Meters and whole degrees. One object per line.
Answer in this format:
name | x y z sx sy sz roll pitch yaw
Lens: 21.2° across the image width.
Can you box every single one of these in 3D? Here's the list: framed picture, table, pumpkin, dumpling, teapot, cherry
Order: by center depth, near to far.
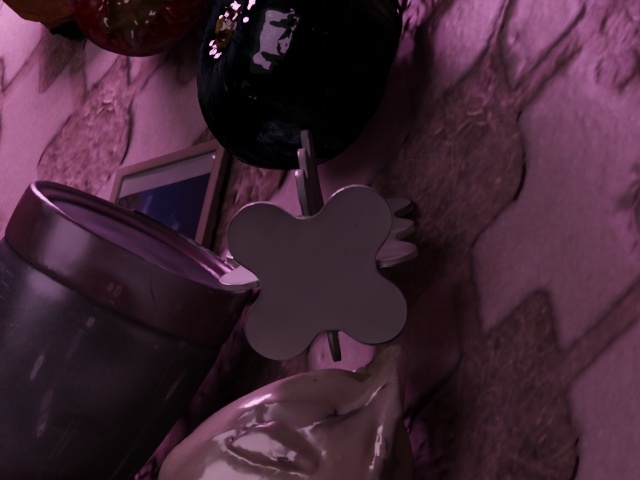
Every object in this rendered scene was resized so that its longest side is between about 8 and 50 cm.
dumpling | -0.029 0.216 1.428 0.318 0.187 0.243 -38 -1 3
table | 0.000 0.000 1.468 0.166 0.166 0.198 -54 9 14
pumpkin | -0.023 -0.179 1.615 0.233 0.163 0.233 -53 23 35
teapot | -0.256 0.113 1.663 0.312 0.233 0.315 -61 31 6
framed picture | -0.185 0.033 1.829 0.209 0.019 0.281 -15 57 47
cherry | -0.216 -0.315 1.954 0.175 0.192 0.250 -28 28 -11

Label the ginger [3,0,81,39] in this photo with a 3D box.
ginger | -0.363 -0.411 2.175 0.200 0.223 0.269 -45 37 19
